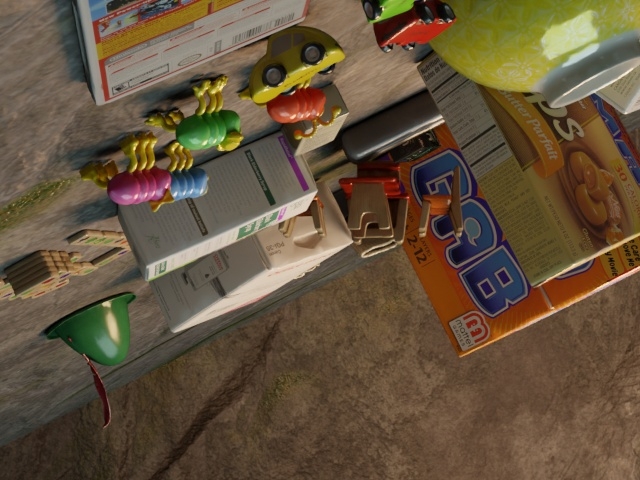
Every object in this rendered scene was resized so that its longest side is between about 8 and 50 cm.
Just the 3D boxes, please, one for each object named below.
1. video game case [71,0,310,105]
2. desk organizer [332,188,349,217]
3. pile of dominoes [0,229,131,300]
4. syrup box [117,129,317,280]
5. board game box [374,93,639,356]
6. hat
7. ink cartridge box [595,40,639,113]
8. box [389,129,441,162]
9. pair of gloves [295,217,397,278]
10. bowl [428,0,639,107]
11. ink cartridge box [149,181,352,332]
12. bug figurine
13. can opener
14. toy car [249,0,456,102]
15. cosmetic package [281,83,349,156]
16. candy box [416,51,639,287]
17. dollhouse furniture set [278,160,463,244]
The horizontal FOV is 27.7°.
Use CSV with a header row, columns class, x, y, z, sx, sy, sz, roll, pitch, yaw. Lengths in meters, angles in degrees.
class,x,y,z,sx,sy,sz,roll,pitch,yaw
video game case,-0.091,-0.193,1.002,0.204,0.025,0.285,-24,173,-11
desk organizer,0.072,-0.080,2.290,0.130,0.047,0.050,-28,175,12
pile of dominoes,-0.350,0.050,1.758,0.196,0.040,0.251,-28,172,11
syrup box,-0.130,-0.044,1.636,0.237,0.096,0.093,-23,172,-13
board game box,0.358,-0.056,2.215,0.356,0.356,0.356,-30,171,23
hat,-0.363,0.210,2.273,0.173,0.183,0.208,-26,173,-1
ink cartridge box,0.466,-0.299,1.558,0.261,0.066,0.296,-18,144,-56
box,0.132,-0.153,1.913,0.052,0.062,0.083,-28,172,26
pair of gloves,0.000,0.000,2.315,0.240,0.042,0.204,-17,-160,-7
bowl,0.266,-0.239,1.411,0.289,0.156,0.289,-26,172,-4
ink cartridge box,-0.115,0.026,2.099,0.207,0.117,0.283,-19,170,-45
bug figurine,-0.122,-0.098,1.382,0.279,0.072,0.216,-31,171,35
can opener,0.172,-0.166,1.827,0.283,0.095,0.076,-26,172,-2
toy car,0.050,-0.219,1.202,0.239,0.053,0.225,-24,172,-23
cosmetic package,-0.008,-0.144,1.569,0.060,0.041,0.115,-24,172,-15
candy box,0.274,-0.119,1.634,0.183,0.316,0.087,-20,169,-40
dollhouse furniture set,0.078,-0.072,1.936,0.262,0.135,0.259,0,174,5
